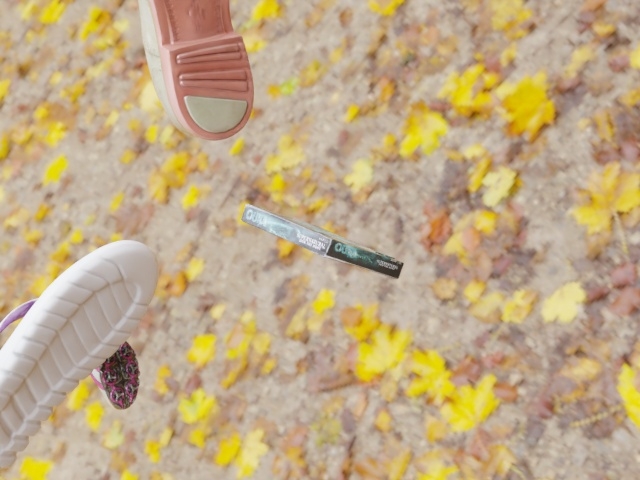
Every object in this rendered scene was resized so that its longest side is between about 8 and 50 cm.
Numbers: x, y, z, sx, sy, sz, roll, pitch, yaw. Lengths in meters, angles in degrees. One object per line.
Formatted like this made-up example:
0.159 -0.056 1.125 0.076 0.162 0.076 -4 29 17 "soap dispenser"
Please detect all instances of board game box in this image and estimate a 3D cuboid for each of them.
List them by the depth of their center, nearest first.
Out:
0.000 0.000 1.410 0.186 0.126 0.026 23 94 50 "board game box"

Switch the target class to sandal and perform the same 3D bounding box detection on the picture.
-0.392 0.149 1.532 0.102 0.169 0.416 31 74 34 "sandal"

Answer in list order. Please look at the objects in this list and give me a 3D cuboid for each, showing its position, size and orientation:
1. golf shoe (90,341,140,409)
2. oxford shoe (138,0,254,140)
-0.325 0.164 1.660 0.086 0.067 0.186 -24 85 47 "golf shoe"
-0.185 -0.321 1.400 0.146 0.140 0.397 7 103 61 "oxford shoe"
